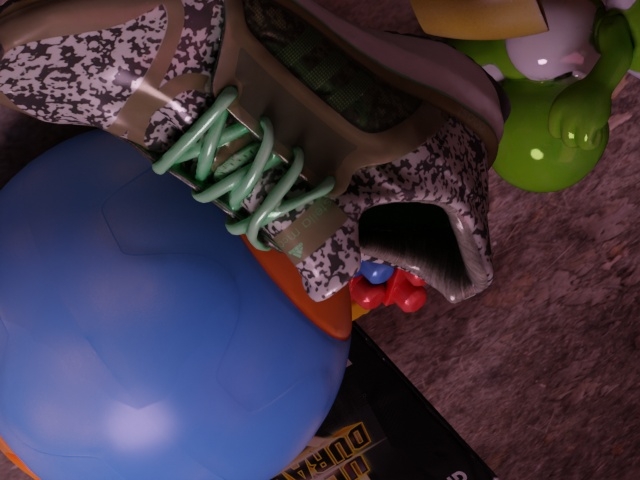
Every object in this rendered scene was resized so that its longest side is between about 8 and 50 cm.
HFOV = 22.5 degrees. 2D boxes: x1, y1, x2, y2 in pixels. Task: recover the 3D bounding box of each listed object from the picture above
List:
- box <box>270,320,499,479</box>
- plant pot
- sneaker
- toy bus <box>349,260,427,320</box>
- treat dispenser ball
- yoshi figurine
[{"bbox_3d":[-0.029,0.237,1.577,0.322,0.257,0.079,-27,147,-27],"label":"box"},{"bbox_3d":[0.118,-0.215,1.301,0.095,0.134,0.134,-21,155,12],"label":"plant pot"},{"bbox_3d":[-0.024,-0.057,1.012,0.410,0.182,0.158,12,141,-35],"label":"sneaker"},{"bbox_3d":[0.000,0.000,1.338,0.149,0.211,0.220,-23,148,-36],"label":"toy bus"},{"bbox_3d":[-0.121,0.057,1.170,0.288,0.288,0.288,-32,150,-21],"label":"treat dispenser ball"},{"bbox_3d":[0.274,-0.136,1.367,0.203,0.362,0.203,48,47,-39],"label":"yoshi figurine"}]
